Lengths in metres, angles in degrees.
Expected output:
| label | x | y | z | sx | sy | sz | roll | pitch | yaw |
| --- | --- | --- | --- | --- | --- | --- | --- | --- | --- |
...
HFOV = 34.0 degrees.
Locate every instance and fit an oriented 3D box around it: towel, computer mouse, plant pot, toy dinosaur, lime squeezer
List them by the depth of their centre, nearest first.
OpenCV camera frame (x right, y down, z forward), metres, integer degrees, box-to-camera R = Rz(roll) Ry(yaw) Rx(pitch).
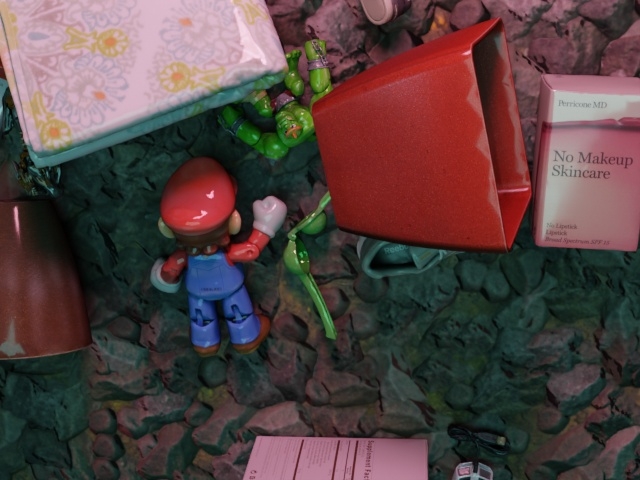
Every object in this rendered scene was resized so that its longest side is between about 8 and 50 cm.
| label | x | y | z | sx | sy | sz | roll | pitch | yaw |
| --- | --- | --- | --- | --- | --- | --- | --- | --- | --- |
| plant pot | 0.137 | -0.133 | 1.426 | 0.236 | 0.267 | 0.267 | -8 | 107 | 20 |
| towel | -0.264 | -0.298 | 1.431 | 0.374 | 0.090 | 0.320 | -20 | 75 | 1 |
| toy dinosaur | -0.380 | -0.221 | 1.545 | 0.218 | 0.164 | 0.322 | 12 | 123 | 18 |
| lime squeezer | 0.000 | 0.000 | 1.613 | 0.110 | 0.059 | 0.310 | 20 | 110 | 23 |
| plant pot | -0.469 | 0.052 | 1.626 | 0.215 | 0.215 | 0.230 | -1 | 95 | 6 |
| computer mouse | 0.250 | 0.401 | 1.745 | 0.106 | 0.042 | 0.193 | 8 | 104 | -2 |

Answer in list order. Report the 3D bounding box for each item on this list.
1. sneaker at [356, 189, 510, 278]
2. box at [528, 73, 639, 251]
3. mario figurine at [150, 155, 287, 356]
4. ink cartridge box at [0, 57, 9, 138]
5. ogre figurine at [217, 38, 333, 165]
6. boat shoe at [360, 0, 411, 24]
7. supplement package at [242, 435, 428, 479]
| label | x | y | z | sx | sy | sz | roll | pitch | yaw |
| --- | --- | --- | --- | --- | --- | --- | --- | --- | --- |
| sneaker | 0.179 | 0.000 | 1.571 | 0.262 | 0.121 | 0.099 | -23 | 106 | 13 |
| box | 0.387 | -0.114 | 1.507 | 0.149 | 0.127 | 0.232 | 3 | 109 | 5 |
| mario figurine | -0.159 | 0.012 | 1.633 | 0.198 | 0.170 | 0.320 | -21 | 122 | -25 |
| ink cartridge box | -0.542 | -0.248 | 1.602 | 0.145 | 0.045 | 0.179 | 21 | 112 | -2 |
| ogre figurine | -0.049 | -0.198 | 1.546 | 0.197 | 0.097 | 0.118 | -34 | 84 | 0 |
| boat shoe | 0.078 | -0.413 | 1.484 | 0.065 | 0.075 | 0.206 | -23 | 104 | -32 |
| supplement package | 0.030 | 0.437 | 1.707 | 0.293 | 0.175 | 0.177 | 0 | 107 | 6 |
